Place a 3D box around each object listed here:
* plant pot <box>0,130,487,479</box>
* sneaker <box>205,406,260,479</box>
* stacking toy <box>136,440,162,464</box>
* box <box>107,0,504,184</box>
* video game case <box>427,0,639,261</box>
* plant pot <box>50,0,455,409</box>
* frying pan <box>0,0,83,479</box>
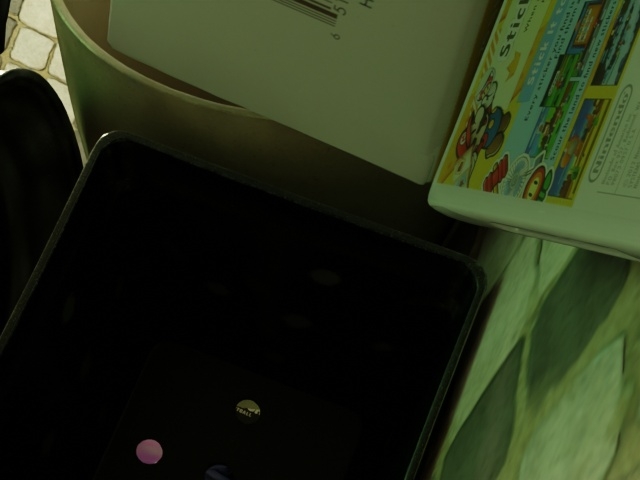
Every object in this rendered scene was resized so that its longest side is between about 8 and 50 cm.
[{"bbox_3d":[-0.049,0.091,0.758,0.167,0.188,0.187,100,-169,-65],"label":"plant pot"},{"bbox_3d":[-0.097,0.165,1.157,0.182,0.127,0.315,119,176,-64],"label":"sneaker"},{"bbox_3d":[-0.139,0.161,1.024,0.175,0.166,0.301,49,-127,-84],"label":"stacking toy"},{"bbox_3d":[0.060,-0.232,0.753,0.215,0.168,0.345,104,-167,-49],"label":"box"},{"bbox_3d":[0.116,-0.104,0.492,0.227,0.026,0.206,-69,16,-1],"label":"video game case"},{"bbox_3d":[-0.026,-0.041,0.917,0.256,0.256,0.274,-70,-9,-48],"label":"plant pot"},{"bbox_3d":[-0.160,-0.032,0.730,0.197,0.053,0.326,-77,-16,-47],"label":"frying pan"}]
